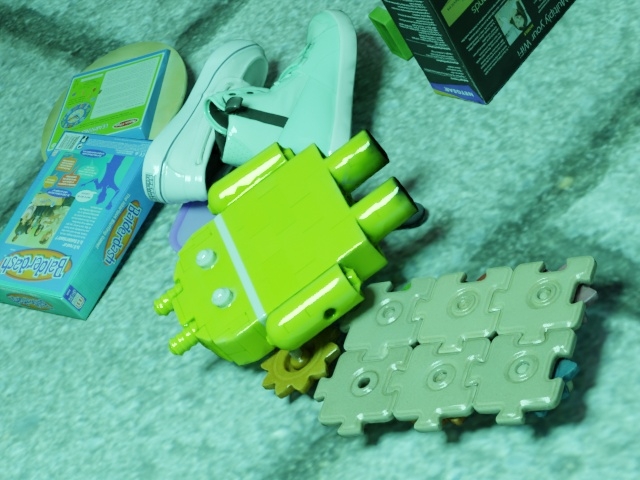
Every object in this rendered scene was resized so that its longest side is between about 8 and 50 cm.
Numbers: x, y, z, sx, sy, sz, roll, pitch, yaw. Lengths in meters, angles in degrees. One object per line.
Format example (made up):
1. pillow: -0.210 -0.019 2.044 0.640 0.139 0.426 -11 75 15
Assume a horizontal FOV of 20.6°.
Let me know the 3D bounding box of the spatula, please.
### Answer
1. spatula: -0.026 -0.020 1.778 0.296 0.030 0.084 -4 47 34

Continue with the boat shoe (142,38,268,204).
1. boat shoe: -0.101 -0.125 1.909 0.084 0.095 0.258 8 47 22

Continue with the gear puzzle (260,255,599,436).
1. gear puzzle: 0.084 0.107 1.549 0.339 0.044 0.175 -9 45 35

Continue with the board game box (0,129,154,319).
1. board game box: -0.270 -0.020 1.932 0.160 0.047 0.210 9 62 42

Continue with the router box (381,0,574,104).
1. router box: 0.183 -0.333 1.792 0.081 0.243 0.309 18 60 47

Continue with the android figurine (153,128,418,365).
1. android figurine: -0.041 0.010 1.674 0.273 0.056 0.248 -35 41 9

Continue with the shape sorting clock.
1. shape sorting clock: -0.244 -0.152 2.086 0.206 0.040 0.206 -21 42 20

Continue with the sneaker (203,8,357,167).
1. sneaker: -0.044 -0.167 1.852 0.151 0.094 0.256 10 44 -7

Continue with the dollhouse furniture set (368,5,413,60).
1. dollhouse furniture set: 0.126 -0.269 1.918 0.151 0.058 0.076 -41 37 -8
